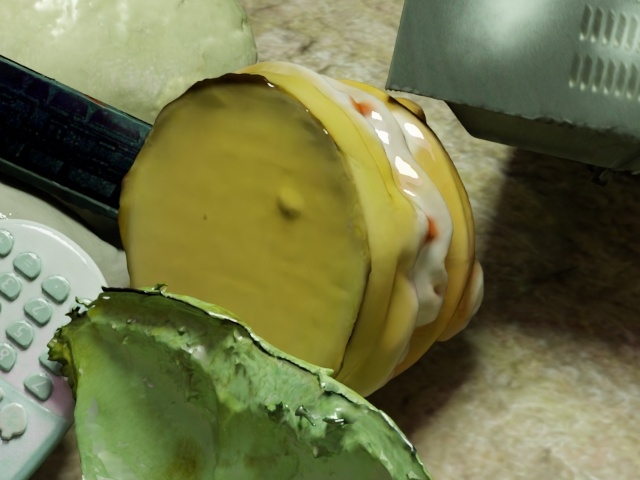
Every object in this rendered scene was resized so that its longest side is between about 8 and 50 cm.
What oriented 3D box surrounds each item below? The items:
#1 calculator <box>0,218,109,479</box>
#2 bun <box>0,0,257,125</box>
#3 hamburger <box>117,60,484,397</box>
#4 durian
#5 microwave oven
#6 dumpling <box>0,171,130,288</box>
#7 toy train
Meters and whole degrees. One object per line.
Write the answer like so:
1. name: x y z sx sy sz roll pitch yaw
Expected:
1. calculator: -0.282 0.114 1.496 0.184 0.042 0.295 39 78 7
2. bun: -0.228 -0.238 1.879 0.364 0.202 0.364 13 29 -7
3. hamburger: 0.000 0.000 1.559 0.276 0.276 0.237 24 17 32
4. durian: -0.062 0.165 1.371 0.163 0.198 0.394 -37 54 -28
5. microwave oven: 0.255 -0.232 1.661 0.236 0.374 0.432 15 7 20
6. dumpling: -0.263 0.024 1.649 0.293 0.163 0.204 21 3 20
7. toy train: -0.212 -0.083 1.632 0.409 0.086 0.089 24 5 -24
